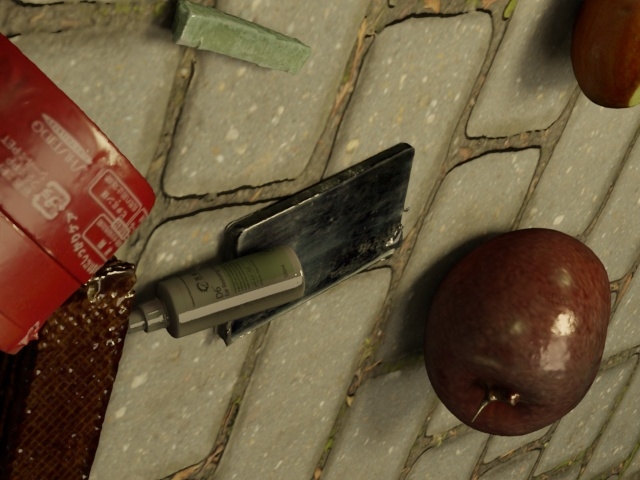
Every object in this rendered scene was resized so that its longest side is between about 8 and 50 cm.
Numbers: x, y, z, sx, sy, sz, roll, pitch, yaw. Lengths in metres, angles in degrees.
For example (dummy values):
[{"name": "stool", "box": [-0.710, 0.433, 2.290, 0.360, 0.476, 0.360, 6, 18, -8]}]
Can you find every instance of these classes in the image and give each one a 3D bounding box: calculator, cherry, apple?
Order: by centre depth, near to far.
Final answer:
[{"name": "calculator", "box": [0.000, 0.000, 1.391, 0.261, 0.021, 0.161, -26, 141, -36]}, {"name": "apple", "box": [0.367, -0.232, 1.490, 0.195, 0.160, 0.173, -14, 130, -43]}, {"name": "cherry", "box": [0.252, 0.105, 1.646, 0.307, 0.221, 0.261, -46, 160, -34]}]

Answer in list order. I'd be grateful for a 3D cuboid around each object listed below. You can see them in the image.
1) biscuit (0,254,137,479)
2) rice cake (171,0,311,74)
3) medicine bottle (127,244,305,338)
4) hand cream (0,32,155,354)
[{"name": "biscuit", "box": [-0.258, 0.178, 1.172, 0.107, 0.073, 0.388, -12, 129, -46]}, {"name": "rice cake", "box": [-0.067, -0.169, 1.117, 0.170, 0.029, 0.033, 6, 122, -55]}, {"name": "medicine bottle", "box": [-0.114, 0.056, 1.253, 0.199, 0.058, 0.058, -17, 137, -22]}, {"name": "hand cream", "box": [-0.226, -0.050, 0.847, 0.149, 0.230, 0.230, -44, 149, -7]}]
